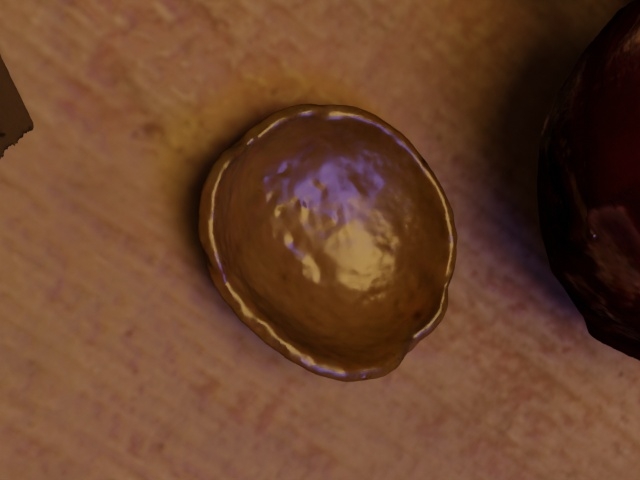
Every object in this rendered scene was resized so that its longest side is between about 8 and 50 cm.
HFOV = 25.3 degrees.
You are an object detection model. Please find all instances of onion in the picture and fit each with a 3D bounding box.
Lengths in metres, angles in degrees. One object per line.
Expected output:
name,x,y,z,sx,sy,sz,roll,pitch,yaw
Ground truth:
onion,0.356,-0.109,1.044,0.398,0.398,0.420,22,61,-26

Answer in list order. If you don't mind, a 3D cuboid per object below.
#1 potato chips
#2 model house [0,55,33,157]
potato chips,0.001,0.000,1.031,0.208,0.062,0.195,9,87,-24
model house,-0.258,-0.104,0.795,0.176,0.248,0.181,-30,107,-19
